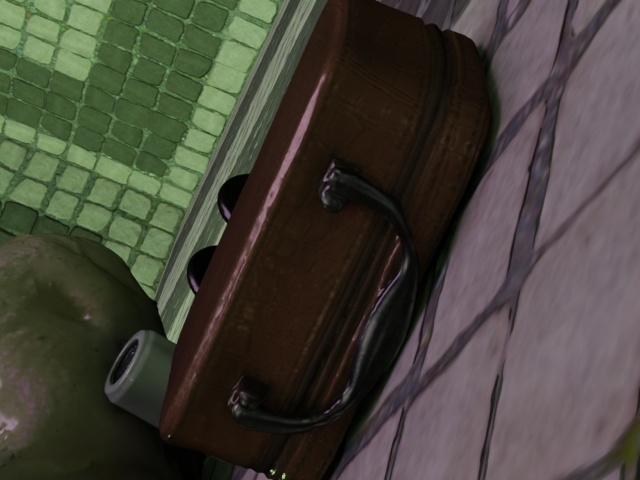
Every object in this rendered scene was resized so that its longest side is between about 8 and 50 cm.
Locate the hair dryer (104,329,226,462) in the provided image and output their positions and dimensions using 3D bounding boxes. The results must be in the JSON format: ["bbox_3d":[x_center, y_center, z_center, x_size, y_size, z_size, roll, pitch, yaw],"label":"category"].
[{"bbox_3d":[-0.052,0.068,0.713,0.137,0.082,0.047,-38,27,43],"label":"hair dryer"}]

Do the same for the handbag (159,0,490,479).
[{"bbox_3d":[0.000,0.000,0.537,0.151,0.072,0.193,-92,27,-72],"label":"handbag"}]

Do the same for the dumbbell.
[{"bbox_3d":[-0.038,0.006,0.774,0.069,0.069,0.147,-80,13,-58],"label":"dumbbell"}]

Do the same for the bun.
[{"bbox_3d":[-0.155,0.131,0.841,0.273,0.168,0.272,-8,-90,-77],"label":"bun"}]
